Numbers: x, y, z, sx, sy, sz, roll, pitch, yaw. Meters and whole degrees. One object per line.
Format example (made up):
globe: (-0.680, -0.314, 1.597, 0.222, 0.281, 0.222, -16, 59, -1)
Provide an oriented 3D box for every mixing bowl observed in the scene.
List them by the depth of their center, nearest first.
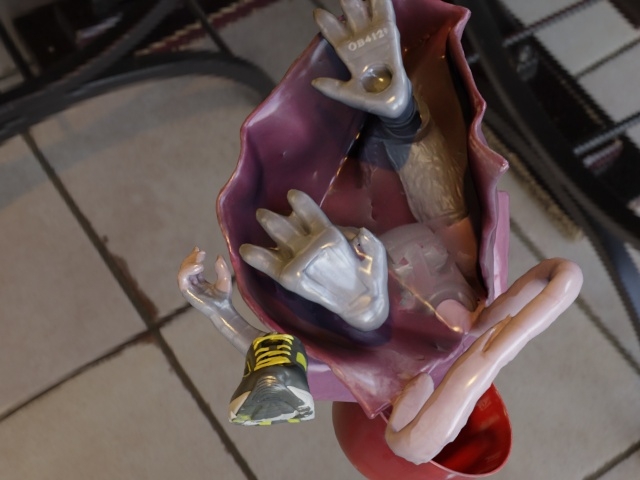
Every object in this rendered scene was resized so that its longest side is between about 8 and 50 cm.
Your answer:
mixing bowl: (0.079, 0.166, 1.099, 0.181, 0.098, 0.181, 27, 35, -21)

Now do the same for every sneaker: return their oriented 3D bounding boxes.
sneaker: (-0.019, 0.051, 0.442, 0.031, 0.083, 0.035, -7, 78, -1)

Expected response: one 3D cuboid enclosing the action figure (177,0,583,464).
action figure: (0.072, 0.020, 0.736, 0.248, 0.370, 0.276, -42, 60, -10)
